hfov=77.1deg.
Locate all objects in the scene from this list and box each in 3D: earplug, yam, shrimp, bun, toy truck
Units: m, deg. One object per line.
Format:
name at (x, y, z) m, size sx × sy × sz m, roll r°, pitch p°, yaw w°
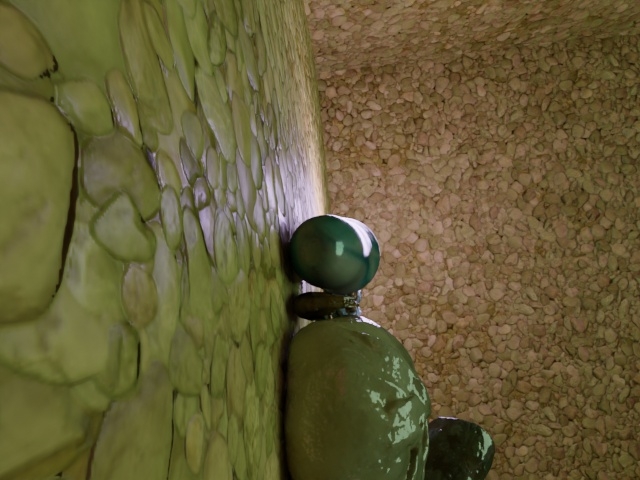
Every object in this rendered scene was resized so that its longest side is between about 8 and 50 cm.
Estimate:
earplug at (0.025, 0.025, 0.805) m, size 0.324 × 0.185 × 0.184 m, roll 25°, pitch 59°, yaw -80°
yam at (0.176, 0.464, 0.685) m, size 0.330 × 0.133 × 0.133 m, roll -47°, pitch 145°, yaw -30°
shrimp at (0.008, 0.135, 0.781) m, size 0.262 × 0.118 × 0.066 m, roll 83°, pitch 15°, yaw -82°
bun at (0.070, 0.301, 0.665) m, size 0.365 × 0.220 × 0.364 m, roll -4°, pitch 90°, yaw -82°
toy truck at (0.089, 0.248, 1.624) m, size 0.338 × 0.133 × 0.184 m, roll 72°, pitch 22°, yaw -57°
